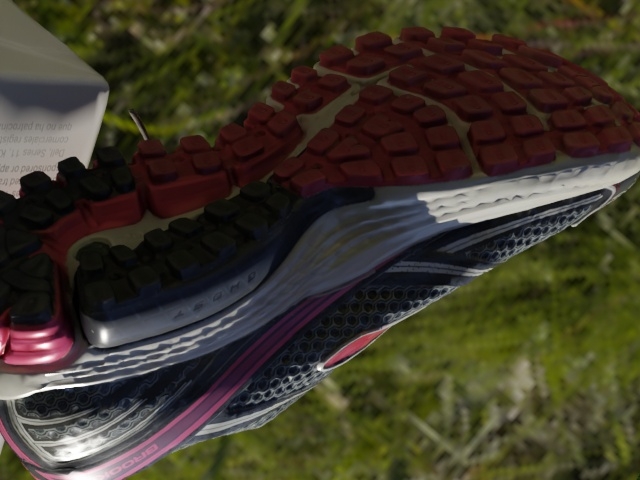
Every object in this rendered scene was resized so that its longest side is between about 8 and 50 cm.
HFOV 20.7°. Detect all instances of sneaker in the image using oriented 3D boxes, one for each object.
[{"bbox_3d":[0.000,0.000,0.706,0.299,0.121,0.112,-20,129,-20],"label":"sneaker"}]

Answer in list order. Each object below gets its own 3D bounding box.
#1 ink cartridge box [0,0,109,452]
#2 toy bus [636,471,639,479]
[{"bbox_3d":[-0.240,0.067,0.709,0.207,0.119,0.353,-2,120,-45],"label":"ink cartridge box"},{"bbox_3d":[0.220,0.057,0.613,0.191,0.104,0.202,-10,-123,60],"label":"toy bus"}]
